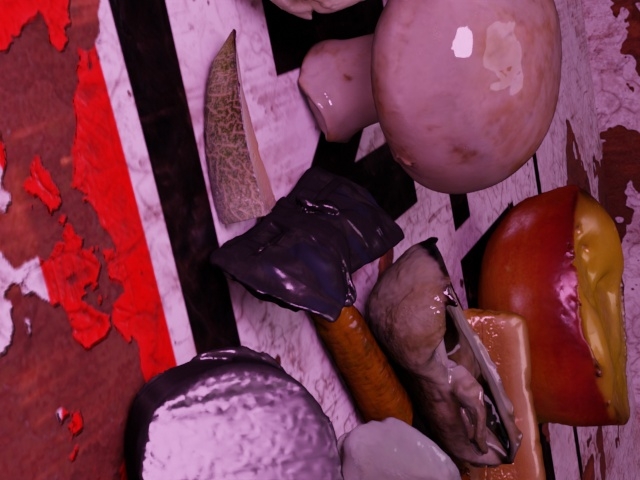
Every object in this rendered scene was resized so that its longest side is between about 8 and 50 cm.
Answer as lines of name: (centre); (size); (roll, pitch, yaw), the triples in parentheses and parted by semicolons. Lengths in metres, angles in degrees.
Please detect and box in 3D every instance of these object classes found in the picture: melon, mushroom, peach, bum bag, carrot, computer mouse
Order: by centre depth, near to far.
computer mouse: (-0.065, 0.232, 0.893); (0.168, 0.087, 0.295); (-5, 70, -24)
melon: (-0.080, -0.111, 1.072); (0.098, 0.054, 0.182); (-48, 128, -66)
bum bag: (0.000, 0.000, 1.151); (0.074, 0.137, 0.310); (-58, 174, 32)
mushroom: (0.122, -0.204, 1.248); (0.297, 0.290, 0.297); (3, 90, -67)
carrot: (0.042, 0.126, 1.278); (0.066, 0.066, 0.314); (-70, 144, -43)
mushroom: (0.147, 0.155, 1.381); (0.344, 0.130, 0.247); (58, 17, -46)
peach: (0.372, 0.110, 1.796); (0.306, 0.243, 0.380); (20, 70, -58)

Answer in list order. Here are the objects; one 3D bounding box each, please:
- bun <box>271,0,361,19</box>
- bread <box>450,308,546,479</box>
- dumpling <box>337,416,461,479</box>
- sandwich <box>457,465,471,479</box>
bun: (-0.031, -0.327, 1.125); (0.229, 0.145, 0.229); (42, 19, -18)
bread: (0.255, 0.251, 1.648); (0.091, 0.142, 0.305); (165, -79, -82)
dumpling: (0.030, 0.342, 1.023); (0.320, 0.212, 0.270); (-55, 160, 7)
sandwich: (0.172, 0.396, 1.508); (0.235, 0.079, 0.159); (22, 55, -67)
